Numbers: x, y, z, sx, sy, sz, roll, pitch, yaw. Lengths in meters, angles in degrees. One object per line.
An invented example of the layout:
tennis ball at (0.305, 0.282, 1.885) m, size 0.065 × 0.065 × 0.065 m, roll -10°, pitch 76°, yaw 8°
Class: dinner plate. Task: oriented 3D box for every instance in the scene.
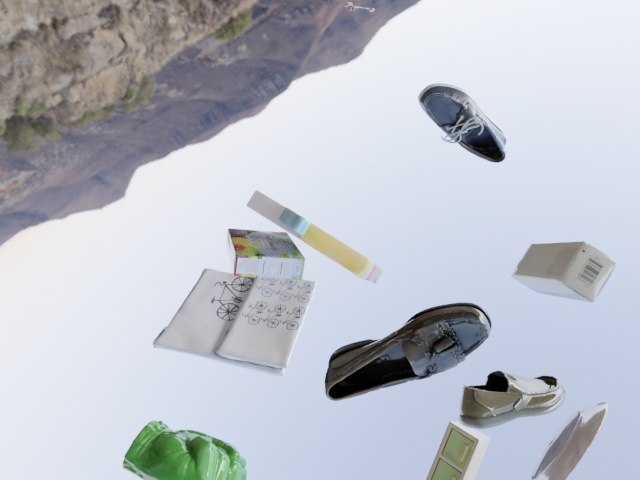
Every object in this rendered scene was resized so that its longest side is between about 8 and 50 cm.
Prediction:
dinner plate at (0.263, 0.228, 0.536) m, size 0.017 × 0.141 × 0.141 m, roll 34°, pitch -114°, yaw 25°

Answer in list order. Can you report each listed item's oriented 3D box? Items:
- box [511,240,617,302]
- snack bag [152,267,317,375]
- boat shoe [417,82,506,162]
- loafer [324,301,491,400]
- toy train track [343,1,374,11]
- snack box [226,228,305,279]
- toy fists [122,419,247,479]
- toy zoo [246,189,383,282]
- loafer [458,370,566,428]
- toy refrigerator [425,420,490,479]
box at (0.582, 0.072, 1.205) m, size 0.113 × 0.094 × 0.275 m, roll -57°, pitch 179°, yaw 0°
snack bag at (-0.208, 0.185, 1.274) m, size 0.343 × 0.037 × 0.323 m, roll 10°, pitch -143°, yaw 10°
boat shoe at (0.316, -0.250, 1.081) m, size 0.095 × 0.255 × 0.079 m, roll -34°, pitch -140°, yaw 35°
loafer at (0.123, 0.176, 0.722) m, size 0.268 × 0.096 × 0.084 m, roll -27°, pitch -170°, yaw 25°
toy train track at (0.093, -0.569, 1.210) m, size 0.083 × 0.014 × 0.048 m, roll 24°, pitch -162°, yaw 26°
snack box at (-0.088, 0.018, 0.755) m, size 0.100 × 0.037 × 0.141 m, roll 5°, pitch -165°, yaw -17°
toy fists at (-0.182, 0.342, 0.740) m, size 0.096 × 0.142 × 0.279 m, roll -60°, pitch 168°, yaw -28°
toy zoo at (0.000, 0.000, 0.769) m, size 0.030 × 0.192 × 0.293 m, roll -58°, pitch 167°, yaw 0°
loafer at (0.388, 0.306, 0.992) m, size 0.251 × 0.087 × 0.094 m, roll -7°, pitch 177°, yaw -24°
toy refrigerator at (0.386, 0.677, 1.443) m, size 0.102 × 0.094 × 0.269 m, roll 23°, pitch -89°, yaw 43°
